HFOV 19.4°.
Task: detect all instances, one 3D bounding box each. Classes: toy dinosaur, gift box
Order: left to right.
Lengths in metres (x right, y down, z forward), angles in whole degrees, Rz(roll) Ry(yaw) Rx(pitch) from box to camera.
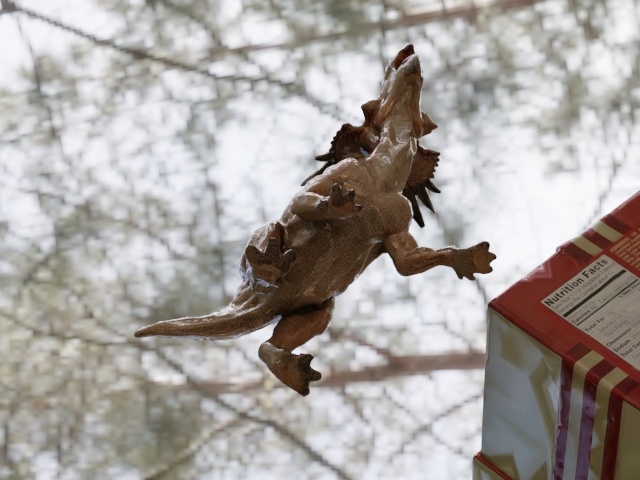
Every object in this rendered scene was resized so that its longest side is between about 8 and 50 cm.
[{"bbox_3d":[0.000,0.000,1.404,0.295,0.200,0.127,-38,-71,0],"label":"toy dinosaur"},{"bbox_3d":[0.279,0.150,1.432,0.255,0.276,0.258,-30,-38,-26],"label":"gift box"}]
